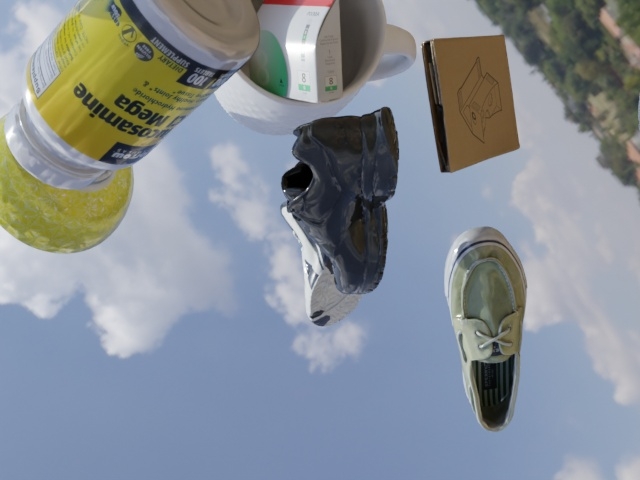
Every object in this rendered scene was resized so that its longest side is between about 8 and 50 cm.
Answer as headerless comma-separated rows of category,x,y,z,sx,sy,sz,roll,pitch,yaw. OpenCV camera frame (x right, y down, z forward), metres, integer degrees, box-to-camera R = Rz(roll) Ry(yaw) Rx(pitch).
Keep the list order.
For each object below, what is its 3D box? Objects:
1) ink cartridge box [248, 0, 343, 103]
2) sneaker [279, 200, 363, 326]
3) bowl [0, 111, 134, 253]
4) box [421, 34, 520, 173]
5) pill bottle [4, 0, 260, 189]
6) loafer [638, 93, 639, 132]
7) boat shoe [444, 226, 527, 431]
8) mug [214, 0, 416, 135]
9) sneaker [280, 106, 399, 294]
ink cartridge box,-0.043,-0.325,1.232,0.056,0.224,0.181,-18,-155,-33
sneaker,0.000,0.000,1.237,0.153,0.094,0.235,-124,26,-51
bowl,-0.447,-0.135,1.493,0.289,0.156,0.289,16,-116,-35
box,0.202,-0.184,1.093,0.201,0.021,0.164,-20,-77,-51
pill bottle,-0.246,-0.207,1.032,0.188,0.334,0.188,32,-140,-31
loafer,0.585,-0.124,1.297,0.112,0.111,0.319,-3,-106,-33
boat shoe,0.232,0.124,1.112,0.094,0.109,0.302,-95,-7,-58
mug,-0.017,-0.321,1.448,0.328,0.374,0.276,150,116,-75
sneaker,0.019,-0.041,0.980,0.286,0.130,0.109,91,178,-46
